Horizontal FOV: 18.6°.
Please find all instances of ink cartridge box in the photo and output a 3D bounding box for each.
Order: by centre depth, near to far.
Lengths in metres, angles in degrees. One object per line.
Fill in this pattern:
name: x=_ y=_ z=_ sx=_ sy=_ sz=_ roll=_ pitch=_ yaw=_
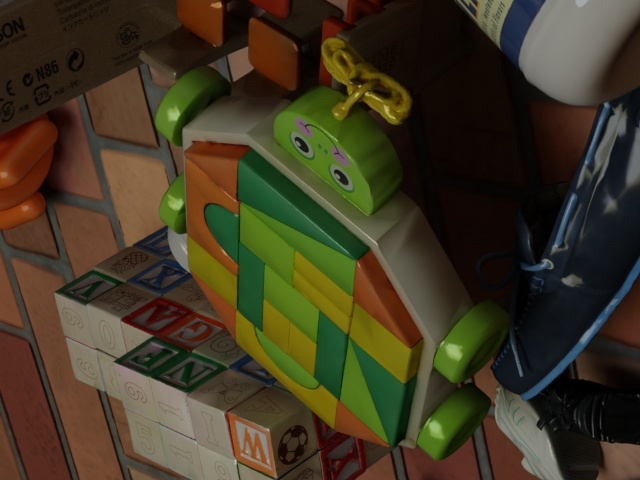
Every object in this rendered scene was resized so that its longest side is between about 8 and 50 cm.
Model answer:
ink cartridge box: x=-0.245 y=-0.158 z=1.479 sx=0.193 sy=0.235 sz=0.088 roll=13 pitch=125 yaw=44

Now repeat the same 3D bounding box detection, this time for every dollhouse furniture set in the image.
dollhouse furniture set: x=-0.032 y=-0.187 z=1.286 sx=0.259 sy=0.135 sz=0.262 roll=33 pitch=138 yaw=30

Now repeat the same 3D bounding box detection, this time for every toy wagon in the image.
toy wagon: x=0.000 y=0.000 z=1.248 sx=0.267 sy=0.068 sz=0.344 roll=40 pitch=156 yaw=18

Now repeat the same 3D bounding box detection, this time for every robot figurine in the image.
robot figurine: x=-0.320 y=-0.082 z=1.718 sx=0.219 sy=0.158 sz=0.128 roll=-9 pitch=76 yaw=53

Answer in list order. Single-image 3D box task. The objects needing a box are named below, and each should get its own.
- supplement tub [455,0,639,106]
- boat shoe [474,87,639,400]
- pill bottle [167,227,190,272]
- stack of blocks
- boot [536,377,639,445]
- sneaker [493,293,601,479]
supplement tub: x=0.103 y=-0.255 z=0.989 sx=0.325 sy=0.235 sz=0.235 roll=49 pitch=144 yaw=13
boat shoe: x=0.164 y=-0.008 z=1.226 sx=0.089 sy=0.109 sz=0.258 roll=32 pitch=126 yaw=4
pill bottle: x=-0.053 y=-0.034 z=1.462 sx=0.094 sy=0.094 sz=0.169 roll=54 pitch=144 yaw=6
stack of blocks: x=-0.076 y=0.096 z=1.522 sx=0.297 sy=0.171 sz=0.087 roll=20 pitch=130 yaw=42
boot: x=0.207 y=0.115 z=1.290 sx=0.099 sy=0.121 sz=0.045 roll=179 pitch=96 yaw=-79
sneaker: x=0.142 y=0.109 z=1.372 sx=0.061 sy=0.054 sz=0.152 roll=1 pitch=117 yaw=53
